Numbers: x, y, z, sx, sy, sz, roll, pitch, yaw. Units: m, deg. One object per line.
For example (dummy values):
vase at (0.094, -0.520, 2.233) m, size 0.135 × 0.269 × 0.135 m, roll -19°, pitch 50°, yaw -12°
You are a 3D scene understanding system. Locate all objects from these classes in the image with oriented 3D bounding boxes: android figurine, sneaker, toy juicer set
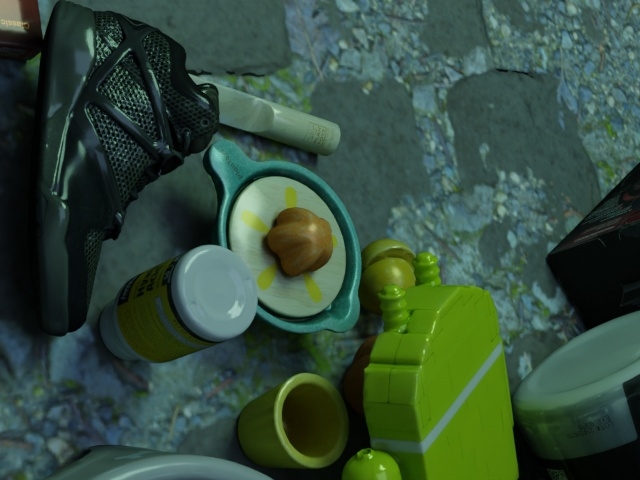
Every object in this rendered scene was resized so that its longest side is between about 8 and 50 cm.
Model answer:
android figurine at (0.091, 0.146, 0.963) m, size 0.248 × 0.056 × 0.272 m, roll -42°, pitch 124°, yaw -53°
sneaker at (-0.132, -0.045, 0.861) m, size 0.130 × 0.087 × 0.227 m, roll 8°, pitch 74°, yaw -16°
toy juicer set at (0.000, 0.000, 0.983) m, size 0.209 × 0.089 × 0.329 m, roll -10°, pitch 81°, yaw -42°

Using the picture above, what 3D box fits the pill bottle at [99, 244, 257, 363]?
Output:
pill bottle at (-0.101, 0.048, 0.860) m, size 0.065 × 0.116 × 0.065 m, roll 16°, pitch 64°, yaw -36°

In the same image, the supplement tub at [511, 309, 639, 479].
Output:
supplement tub at (0.316, 0.229, 1.096) m, size 0.193 × 0.194 × 0.316 m, roll -34°, pitch 98°, yaw -42°

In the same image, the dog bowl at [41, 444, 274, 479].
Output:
dog bowl at (-0.099, 0.291, 0.784) m, size 0.349 × 0.102 × 0.348 m, roll 15°, pitch 66°, yaw -36°

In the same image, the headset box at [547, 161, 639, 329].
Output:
headset box at (0.375, -0.023, 1.223) m, size 0.293 × 0.218 × 0.110 m, roll -38°, pitch 100°, yaw -43°

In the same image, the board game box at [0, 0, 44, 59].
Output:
board game box at (-0.320, -0.200, 0.826) m, size 0.281 × 0.027 × 0.145 m, roll 0°, pitch 75°, yaw -40°
